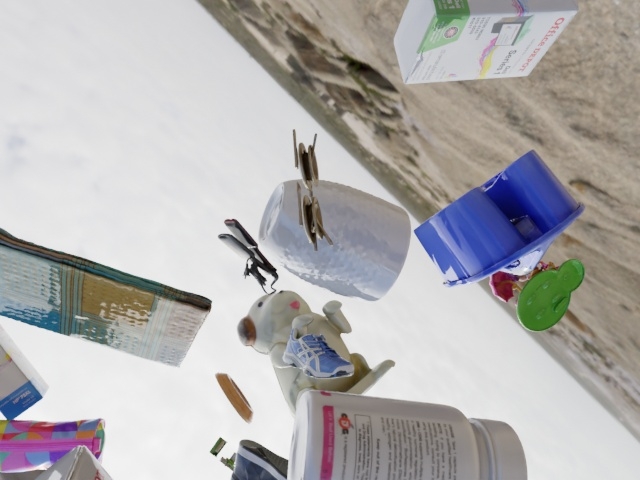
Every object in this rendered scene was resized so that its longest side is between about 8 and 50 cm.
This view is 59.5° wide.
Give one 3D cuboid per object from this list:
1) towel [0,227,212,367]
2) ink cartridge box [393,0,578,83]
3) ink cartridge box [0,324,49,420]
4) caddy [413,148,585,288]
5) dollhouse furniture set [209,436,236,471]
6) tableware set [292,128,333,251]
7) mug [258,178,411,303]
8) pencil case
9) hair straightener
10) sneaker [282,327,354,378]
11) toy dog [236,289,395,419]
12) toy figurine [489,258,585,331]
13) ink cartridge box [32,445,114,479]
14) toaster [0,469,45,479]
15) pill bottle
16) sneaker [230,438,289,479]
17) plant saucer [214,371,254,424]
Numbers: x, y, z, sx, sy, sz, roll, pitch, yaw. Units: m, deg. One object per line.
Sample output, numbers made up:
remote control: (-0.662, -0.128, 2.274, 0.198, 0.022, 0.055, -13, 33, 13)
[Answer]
towel: (-0.400, 0.116, 1.000, 0.370, 0.271, 0.040, 20, -130, -14)
ink cartridge box: (0.305, -0.410, 1.068, 0.201, 0.278, 0.117, 112, 149, -69)
ink cartridge box: (-0.667, 0.247, 1.153, 0.231, 0.078, 0.134, 56, 161, -9)
caddy: (0.318, -0.015, 1.009, 0.179, 0.241, 0.341, 57, 174, 5)
dollhouse furniture set: (-0.278, 0.689, 1.769, 0.151, 0.058, 0.076, 22, 155, 38)
tableware set: (-0.010, -0.087, 0.986, 0.128, 0.039, 0.194, 62, -159, -64)
mug: (0.000, 0.000, 1.484, 0.328, 0.276, 0.374, 20, 154, -19)
pencil case: (-0.513, 0.370, 1.010, 0.236, 0.104, 0.104, 1, -155, -13)
hair straightener: (-0.160, 0.055, 1.266, 0.230, 0.047, 0.089, 58, -140, -42)
sneaker: (-0.010, 0.250, 1.232, 0.080, 0.081, 0.211, 7, -179, -44)
toy dog: (-0.046, 0.319, 1.626, 0.284, 0.395, 0.408, -30, -108, -35)
toy figurine: (0.429, 0.083, 1.168, 0.130, 0.173, 0.159, 48, 176, -26)
ink cartridge box: (-0.277, 0.511, 0.729, 0.395, 0.166, 0.285, 56, 171, -11)
toaster: (-0.689, 0.573, 1.191, 0.110, 0.168, 0.185, 47, -179, 22)
pill bottle: (0.108, 0.291, 0.734, 0.283, 0.160, 0.160, 9, -162, -8)
sneaker: (-0.131, 0.612, 1.371, 0.226, 0.163, 0.086, 17, 180, 35)
plant saucer: (-0.277, 0.511, 1.841, 0.200, 0.037, 0.200, 52, 168, 15)
